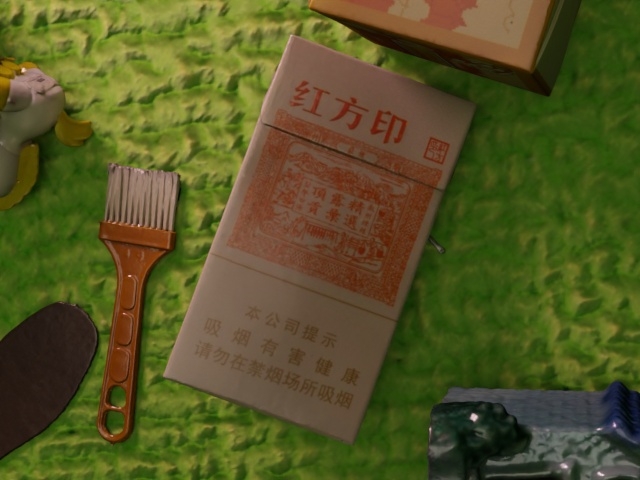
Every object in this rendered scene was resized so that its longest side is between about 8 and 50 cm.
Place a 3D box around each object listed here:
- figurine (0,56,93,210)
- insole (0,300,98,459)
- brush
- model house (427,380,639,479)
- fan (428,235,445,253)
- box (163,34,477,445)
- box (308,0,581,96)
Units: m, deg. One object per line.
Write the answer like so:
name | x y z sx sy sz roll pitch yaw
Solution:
figurine | -0.350 -0.113 1.299 0.178 0.109 0.129 -39 106 15
insole | -0.374 0.196 1.358 0.328 0.007 0.111 -43 82 12
brush | -0.214 0.075 1.310 0.090 0.017 0.314 9 96 13
model house | 0.269 0.283 1.099 0.329 0.252 0.295 -1 92 7
fan | 0.101 -0.018 1.234 0.056 0.004 0.083 -45 82 11
box | 0.001 0.000 1.184 0.205 0.051 0.365 20 88 -4
box | 0.143 -0.288 1.067 0.214 0.283 0.259 21 97 13
